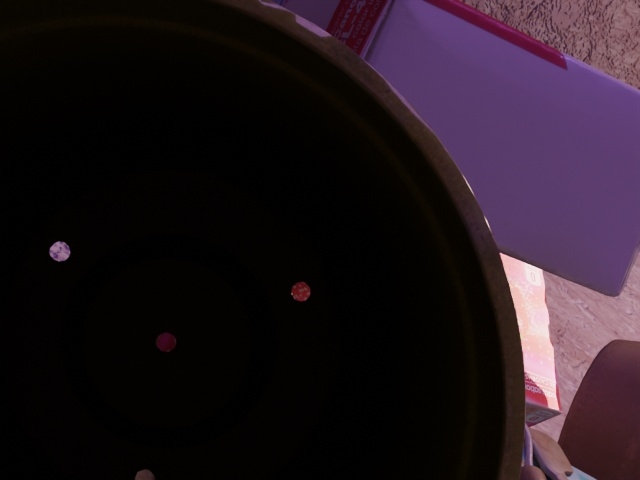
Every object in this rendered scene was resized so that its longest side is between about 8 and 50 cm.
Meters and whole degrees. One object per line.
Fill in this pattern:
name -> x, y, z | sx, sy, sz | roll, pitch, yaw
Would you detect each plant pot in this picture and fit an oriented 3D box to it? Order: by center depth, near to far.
plant pot -> -0.096, 0.067, 0.801 | 0.366, 0.366, 0.353 | 35, 1, 1
plant pot -> 0.339, 0.201, 1.371 | 0.229, 0.263, 0.263 | 22, 15, 21

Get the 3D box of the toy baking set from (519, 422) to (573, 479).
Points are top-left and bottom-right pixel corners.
toy baking set -> 0.132, 0.165, 1.008 | 0.256, 0.030, 0.197 | 8, 33, -50

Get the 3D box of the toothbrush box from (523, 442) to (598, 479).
toothbrush box -> 0.166, 0.262, 1.075 | 0.296, 0.126, 0.216 | 31, 20, -13

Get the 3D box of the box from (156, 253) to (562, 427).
box -> 0.028, 0.068, 1.197 | 0.300, 0.154, 0.142 | 19, 55, -36

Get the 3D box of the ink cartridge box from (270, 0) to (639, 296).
ink cartridge box -> 0.064, -0.084, 1.025 | 0.226, 0.131, 0.306 | 21, 4, -23
